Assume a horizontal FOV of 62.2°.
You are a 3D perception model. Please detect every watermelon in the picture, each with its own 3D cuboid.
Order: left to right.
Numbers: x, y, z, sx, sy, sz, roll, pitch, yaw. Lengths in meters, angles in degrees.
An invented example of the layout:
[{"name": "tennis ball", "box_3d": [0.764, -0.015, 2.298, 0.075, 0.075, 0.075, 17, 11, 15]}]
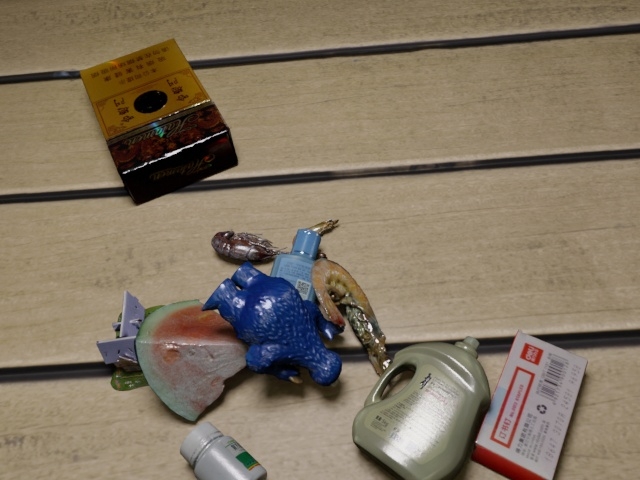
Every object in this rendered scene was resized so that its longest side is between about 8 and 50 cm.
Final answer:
[{"name": "watermelon", "box_3d": [-0.214, 0.196, 0.947, 0.202, 0.136, 0.207, 16, 35, -2]}]

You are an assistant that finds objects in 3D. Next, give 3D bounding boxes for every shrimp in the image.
[{"name": "shrimp", "box_3d": [-0.142, 0.014, 1.082, 0.165, 0.057, 0.065, 8, 38, -3]}, {"name": "shrimp", "box_3d": [0.000, 0.000, 1.100, 0.114, 0.023, 0.083, -29, 61, -8]}, {"name": "shrimp", "box_3d": [0.053, 0.137, 0.950, 0.052, 0.143, 0.251, -46, 60, 25]}]

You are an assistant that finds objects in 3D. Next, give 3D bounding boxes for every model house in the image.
[{"name": "model house", "box_3d": [-0.338, 0.175, 0.969, 0.117, 0.088, 0.167, -6, 55, 2]}]

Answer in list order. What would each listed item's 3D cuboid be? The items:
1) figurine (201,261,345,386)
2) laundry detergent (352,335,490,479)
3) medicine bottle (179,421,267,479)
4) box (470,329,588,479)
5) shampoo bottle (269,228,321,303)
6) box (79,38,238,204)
[{"name": "figurine", "box_3d": [-0.059, 0.142, 0.869, 0.262, 0.121, 0.164, 33, 54, -11]}, {"name": "laundry detergent", "box_3d": [0.177, 0.257, 0.853, 0.181, 0.091, 0.253, 27, 67, 32]}, {"name": "medicine bottle", "box_3d": [-0.154, 0.353, 0.835, 0.130, 0.080, 0.080, 35, 65, 25]}, {"name": "box", "box_3d": [0.342, 0.272, 0.865, 0.123, 0.050, 0.229, 21, 60, 20]}, {"name": "shampoo bottle", "box_3d": [-0.053, 0.095, 1.006, 0.103, 0.061, 0.259, 16, 61, 2]}, {"name": "box", "box_3d": [-0.395, -0.301, 1.287, 0.264, 0.116, 0.415, -23, 56, -12]}]
